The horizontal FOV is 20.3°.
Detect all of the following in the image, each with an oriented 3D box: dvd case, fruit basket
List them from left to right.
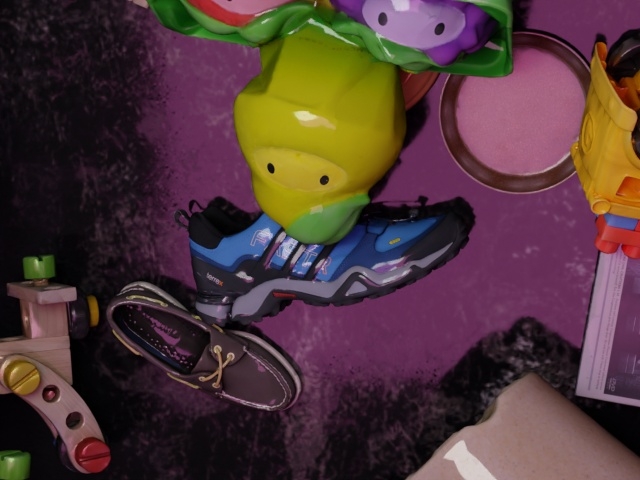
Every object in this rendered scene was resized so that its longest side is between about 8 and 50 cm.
[{"bbox_3d":[0.002,-0.188,1.726,0.392,0.283,0.392,-1,79,6],"label":"fruit basket"},{"bbox_3d":[0.397,0.096,1.862,0.238,0.029,0.179,10,102,8],"label":"dvd case"}]

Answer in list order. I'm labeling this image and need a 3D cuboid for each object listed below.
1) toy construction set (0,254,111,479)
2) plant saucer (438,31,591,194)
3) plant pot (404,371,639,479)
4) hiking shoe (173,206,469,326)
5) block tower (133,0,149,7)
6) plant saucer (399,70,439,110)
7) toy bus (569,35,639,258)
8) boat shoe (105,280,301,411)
[{"bbox_3d":[-0.345,0.137,1.861,0.257,0.309,0.237,4,96,0],"label":"toy construction set"},{"bbox_3d":[0.207,-0.132,1.850,0.168,0.029,0.168,1,100,8],"label":"plant saucer"},{"bbox_3d":[0.237,0.312,1.801,0.334,0.334,0.305,-45,80,14],"label":"plant pot"},{"bbox_3d":[0.000,0.000,1.863,0.304,0.113,0.132,-13,98,11],"label":"hiking shoe"},{"bbox_3d":[-0.307,-0.344,1.860,0.335,0.091,0.097,24,102,5],"label":"block tower"},{"bbox_3d":[0.034,-0.216,1.858,0.200,0.037,0.200,2,101,9],"label":"plant saucer"},{"bbox_3d":[0.358,-0.076,1.781,0.220,0.149,0.211,7,122,-11],"label":"toy bus"},{"bbox_3d":[-0.129,0.124,1.929,0.227,0.069,0.081,28,103,3],"label":"boat shoe"}]
